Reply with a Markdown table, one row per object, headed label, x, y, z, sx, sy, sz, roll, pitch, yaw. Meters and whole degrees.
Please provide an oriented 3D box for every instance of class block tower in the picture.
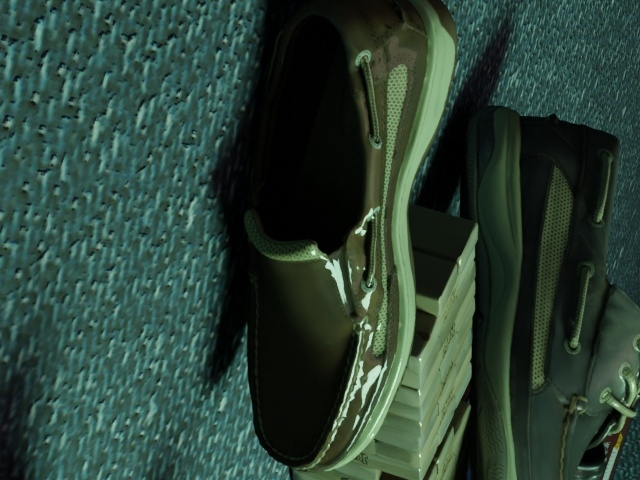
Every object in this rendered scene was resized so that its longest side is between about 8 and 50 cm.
| label | x | y | z | sx | sy | sz | roll | pitch | yaw |
| --- | --- | --- | --- | --- | --- | --- | --- | --- | --- |
| block tower | 0.038 | 0.112 | 1.147 | 0.335 | 0.097 | 0.091 | 84 | 29 | -51 |

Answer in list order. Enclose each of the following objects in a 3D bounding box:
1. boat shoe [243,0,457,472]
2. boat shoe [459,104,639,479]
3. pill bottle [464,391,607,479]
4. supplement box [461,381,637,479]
| label | x | y | z | sx | sy | sz | roll | pitch | yaw |
| --- | --- | --- | --- | --- | --- | --- | --- | --- | --- |
| boat shoe | -0.007 | -0.002 | 0.911 | 0.095 | 0.095 | 0.257 | -14 | 115 | -55 |
| boat shoe | 0.165 | 0.073 | 1.246 | 0.132 | 0.130 | 0.355 | 83 | 6 | -74 |
| pill bottle | 0.127 | 0.231 | 1.472 | 0.219 | 0.123 | 0.123 | -63 | 167 | 20 |
| supplement box | 0.191 | 0.188 | 1.655 | 0.191 | 0.129 | 0.194 | 21 | 87 | -73 |
